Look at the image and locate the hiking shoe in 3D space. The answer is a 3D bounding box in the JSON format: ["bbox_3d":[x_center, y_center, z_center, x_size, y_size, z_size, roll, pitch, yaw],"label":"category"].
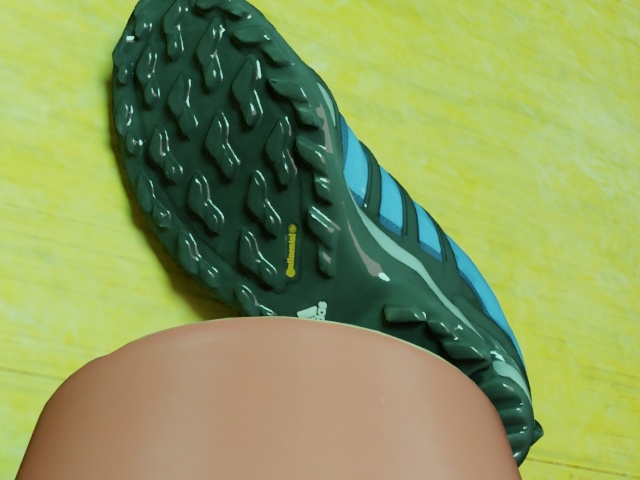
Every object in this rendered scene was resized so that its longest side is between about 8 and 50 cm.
[{"bbox_3d":[0.000,0.000,0.734,0.304,0.113,0.132,56,14,6],"label":"hiking shoe"}]

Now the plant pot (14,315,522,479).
[{"bbox_3d":[-0.019,0.180,0.510,0.275,0.275,0.243,26,43,-29],"label":"plant pot"}]
